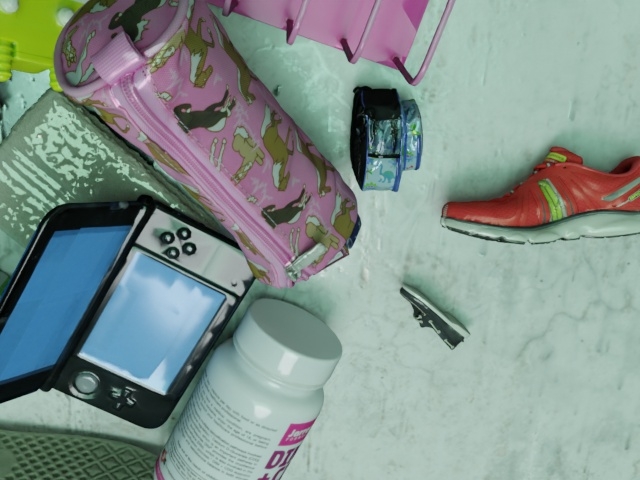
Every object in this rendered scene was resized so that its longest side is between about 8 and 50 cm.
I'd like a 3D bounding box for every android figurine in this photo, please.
[{"bbox_3d":[-0.297,-0.288,0.802,0.056,0.248,0.272,-7,83,41],"label":"android figurine"}]

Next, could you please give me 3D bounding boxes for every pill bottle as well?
[{"bbox_3d":[-0.094,0.228,1.045,0.160,0.160,0.283,24,108,-12],"label":"pill bottle"}]

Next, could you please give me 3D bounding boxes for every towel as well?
[{"bbox_3d":[-0.281,-0.037,0.991,0.187,0.049,0.282,-42,109,11],"label":"towel"}]

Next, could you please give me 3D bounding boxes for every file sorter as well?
[{"bbox_3d":[-0.002,-0.306,0.826,0.291,0.182,0.202,17,110,-10],"label":"file sorter"}]

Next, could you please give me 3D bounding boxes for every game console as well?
[{"bbox_3d":[-0.244,0.109,0.933,0.250,0.173,0.293,28,107,-14],"label":"game console"}]

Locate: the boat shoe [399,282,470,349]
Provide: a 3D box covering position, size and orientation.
[{"bbox_3d":[0.149,0.104,1.074,0.125,0.046,0.038,37,101,-24],"label":"boat shoe"}]

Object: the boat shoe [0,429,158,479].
[{"bbox_3d":[-0.377,0.373,1.084,0.501,0.186,0.155,10,116,-2],"label":"boat shoe"}]

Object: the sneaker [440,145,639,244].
[{"bbox_3d":[0.284,-0.058,1.003,0.279,0.107,0.118,-5,93,-4],"label":"sneaker"}]

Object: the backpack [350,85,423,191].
[{"bbox_3d":[0.079,-0.117,0.948,0.084,0.105,0.114,2,117,-3],"label":"backpack"}]

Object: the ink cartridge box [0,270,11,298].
[{"bbox_3d":[-0.478,0.064,0.960,0.219,0.160,0.092,42,104,-16],"label":"ink cartridge box"}]

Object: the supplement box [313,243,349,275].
[{"bbox_3d":[0.000,0.000,1.001,0.055,0.083,0.043,-31,111,9],"label":"supplement box"}]

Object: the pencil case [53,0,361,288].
[{"bbox_3d":[-0.100,-0.101,0.818,0.160,0.167,0.386,-53,138,-12],"label":"pencil case"}]
